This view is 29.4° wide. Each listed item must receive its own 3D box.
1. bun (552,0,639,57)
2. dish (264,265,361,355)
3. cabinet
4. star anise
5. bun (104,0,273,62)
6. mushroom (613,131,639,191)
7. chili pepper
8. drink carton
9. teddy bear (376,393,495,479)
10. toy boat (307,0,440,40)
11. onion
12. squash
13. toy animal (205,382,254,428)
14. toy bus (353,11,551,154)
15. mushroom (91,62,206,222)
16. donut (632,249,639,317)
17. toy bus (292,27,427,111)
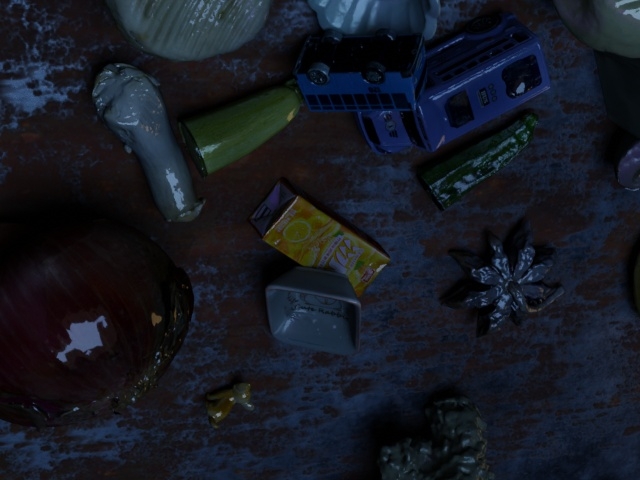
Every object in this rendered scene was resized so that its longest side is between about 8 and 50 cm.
[{"bbox_3d":[0.492,-0.447,1.832,0.361,0.213,0.361,0,92,-8],"label":"bun"},{"bbox_3d":[-0.005,0.114,1.982,0.154,0.064,0.234,10,151,6],"label":"dish"},{"bbox_3d":[0.589,-0.276,2.003,0.206,0.150,0.145,-27,124,-8],"label":"cabinet"},{"bbox_3d":[0.337,0.076,2.136,0.262,0.081,0.230,17,99,-27],"label":"star anise"},{"bbox_3d":[-0.182,-0.359,1.641,0.239,0.141,0.239,-11,127,-15],"label":"bun"},{"bbox_3d":[0.594,-0.156,2.085,0.188,0.117,0.141,-4,137,8],"label":"mushroom"},{"bbox_3d":[0.267,-0.143,1.999,0.227,0.059,0.088,-36,120,-3],"label":"chili pepper"},{"bbox_3d":[0.000,0.000,1.958,0.223,0.071,0.096,33,101,-34],"label":"drink carton"},{"bbox_3d":[0.154,0.494,2.247,0.367,0.224,0.357,-14,125,3],"label":"teddy bear"},{"bbox_3d":[0.077,-0.388,1.723,0.199,0.100,0.290,7,148,15],"label":"toy boat"},{"bbox_3d":[-0.350,0.124,1.742,0.353,0.354,0.354,-10,121,-17],"label":"onion"},{"bbox_3d":[-0.102,-0.187,1.813,0.224,0.094,0.094,-32,125,-12],"label":"squash"},{"bbox_3d":[-0.149,0.274,2.049,0.083,0.081,0.060,-15,122,10],"label":"toy animal"},{"bbox_3d":[0.200,-0.229,1.875,0.292,0.133,0.125,-28,125,-7],"label":"toy bus"},{"bbox_3d":[-0.244,-0.140,1.766,0.099,0.096,0.278,-27,128,-5],"label":"mushroom"},{"bbox_3d":[0.743,0.072,2.255,0.330,0.160,0.330,-12,117,-24],"label":"donut"},{"bbox_3d":[0.065,-0.244,1.779,0.184,0.090,0.106,3,140,24],"label":"toy bus"}]
